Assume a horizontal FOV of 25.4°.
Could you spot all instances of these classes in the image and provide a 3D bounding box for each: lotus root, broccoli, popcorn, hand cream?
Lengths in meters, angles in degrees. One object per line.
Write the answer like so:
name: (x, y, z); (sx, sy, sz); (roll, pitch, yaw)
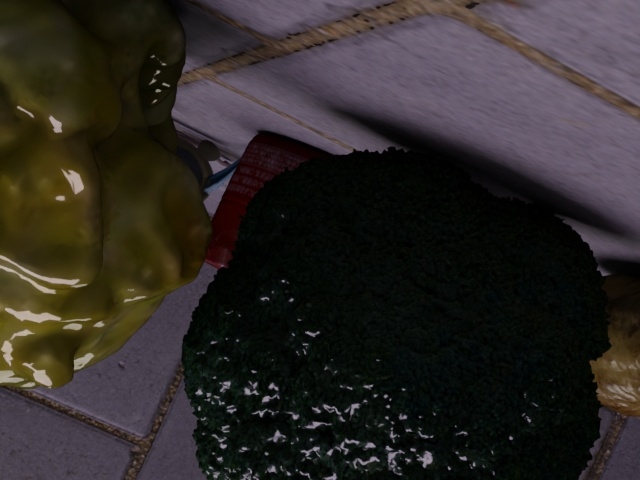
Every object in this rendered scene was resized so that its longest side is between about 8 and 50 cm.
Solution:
lotus root: (0.233, 0.074, 0.972); (0.110, 0.097, 0.258); (28, 172, -10)
broccoli: (0.050, 0.080, 0.938); (0.297, 0.298, 0.297); (25, -175, 5)
popcorn: (-0.209, -0.047, 0.845); (0.312, 0.312, 0.312); (25, 177, 2)
hand cream: (0.000, 0.000, 1.222); (0.193, 0.125, 0.193); (25, 178, 1)

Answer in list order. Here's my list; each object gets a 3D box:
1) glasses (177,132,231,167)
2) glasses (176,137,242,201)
glasses: (-0.169, -0.074, 1.528); (0.255, 0.095, 0.162); (40, -175, -22)
glasses: (-0.160, -0.086, 1.347); (0.189, 0.088, 0.220); (27, 176, -21)
